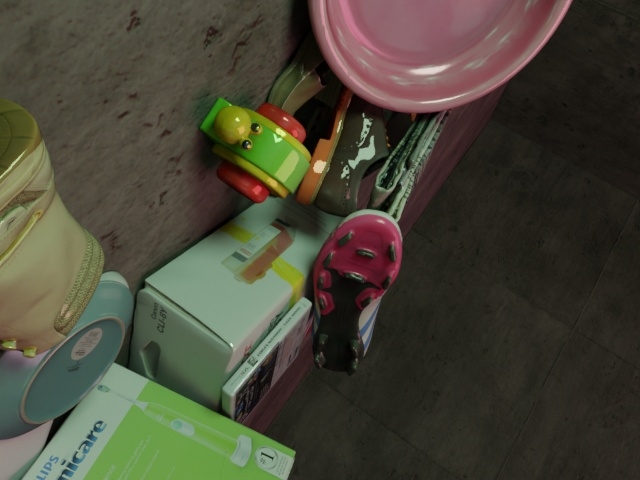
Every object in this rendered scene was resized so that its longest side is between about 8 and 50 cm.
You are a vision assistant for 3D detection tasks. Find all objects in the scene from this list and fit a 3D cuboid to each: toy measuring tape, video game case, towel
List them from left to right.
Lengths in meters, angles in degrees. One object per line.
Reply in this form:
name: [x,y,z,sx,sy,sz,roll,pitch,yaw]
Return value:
video game case: [-0.081,0.188,0.804,0.173,0.022,0.190,-48,164,-32]
toy measuring tape: [-0.059,-0.093,0.728,0.121,0.121,0.330,-56,167,-3]
towel: [0.151,-0.112,0.911,0.312,0.056,0.324,-57,170,-23]

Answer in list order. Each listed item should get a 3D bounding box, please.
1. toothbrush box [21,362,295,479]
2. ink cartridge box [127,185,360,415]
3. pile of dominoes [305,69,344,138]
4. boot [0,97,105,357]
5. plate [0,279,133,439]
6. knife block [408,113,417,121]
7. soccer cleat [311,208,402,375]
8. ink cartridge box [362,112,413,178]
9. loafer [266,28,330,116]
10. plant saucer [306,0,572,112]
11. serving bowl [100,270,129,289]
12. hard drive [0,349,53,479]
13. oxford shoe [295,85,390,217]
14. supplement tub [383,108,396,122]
toothbrush box: [-0.205,0.320,0.700,0.122,0.283,0.206,-62,-178,42]
ink cartridge box: [-0.110,0.103,0.900,0.384,0.160,0.279,-42,160,-47]
pile of dominoes: [0.072,-0.279,0.927,0.251,0.040,0.196,-42,160,-48]
boot: [-0.267,0.052,0.371,0.262,0.095,0.203,-55,169,-26]
plate: [-0.254,0.125,0.556,0.188,0.024,0.188,-52,165,-20]
knife block: [0.177,-0.309,1.131,0.242,0.088,0.276,-46,164,-42]
soccer cleat: [0.044,0.062,0.840,0.143,0.116,0.331,-76,179,-49]
ink cartridge box: [0.091,-0.166,1.050,0.181,0.062,0.104,-29,-168,47]
loafer: [-0.022,-0.210,0.726,0.148,0.050,0.056,-60,167,11]
plant saucer: [0.142,-0.317,0.657,0.084,0.332,0.332,-105,-150,-46]
serving bowl: [-0.249,0.077,0.629,0.083,0.027,0.083,-52,165,-20]
hard drive: [-0.366,0.234,0.547,0.319,0.040,0.210,-62,166,22]
oxford shoe: [0.059,-0.160,0.789,0.097,0.098,0.271,137,-22,-82]
supplement tub: [0.109,-0.249,0.970,0.107,0.071,0.071,-51,168,-54]
